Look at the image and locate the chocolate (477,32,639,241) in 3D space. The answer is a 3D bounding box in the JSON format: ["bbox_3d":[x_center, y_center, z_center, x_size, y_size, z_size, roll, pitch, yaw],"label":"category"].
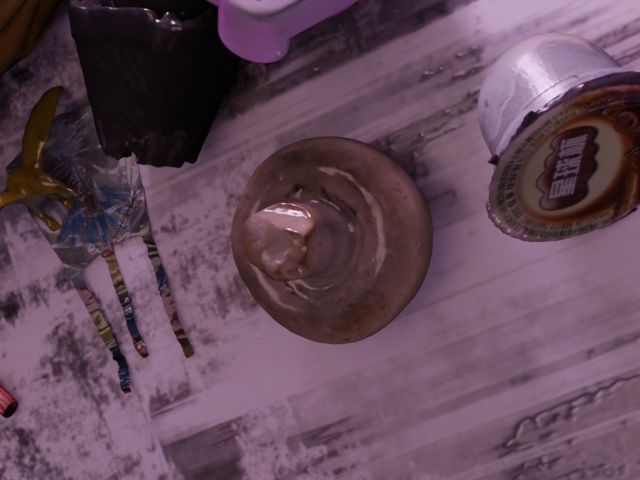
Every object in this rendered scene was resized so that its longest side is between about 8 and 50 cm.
[{"bbox_3d":[0.224,-0.116,1.603,0.221,0.221,0.147,-37,50,23],"label":"chocolate"}]

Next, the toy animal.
[{"bbox_3d":[-0.298,-0.058,1.893,0.155,0.095,0.219,22,69,29],"label":"toy animal"}]

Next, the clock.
[{"bbox_3d":[-0.053,-0.304,1.702,0.248,0.227,0.090,45,149,23],"label":"clock"}]

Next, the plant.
[{"bbox_3d":[-0.164,-0.205,1.801,0.164,0.142,0.256,11,101,28],"label":"plant"}]

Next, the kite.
[{"bbox_3d":[-0.225,-0.001,1.909,0.169,0.015,0.310,-34,76,23],"label":"kite"}]

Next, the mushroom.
[{"bbox_3d":[0.000,0.000,1.691,0.204,0.204,0.204,1,92,27],"label":"mushroom"}]

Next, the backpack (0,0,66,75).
[{"bbox_3d":[-0.426,-0.309,1.898,0.353,0.201,0.378,38,105,25],"label":"backpack"}]

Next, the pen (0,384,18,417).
[{"bbox_3d":[-0.430,0.120,2.010,0.239,0.028,0.028,39,108,21],"label":"pen"}]
